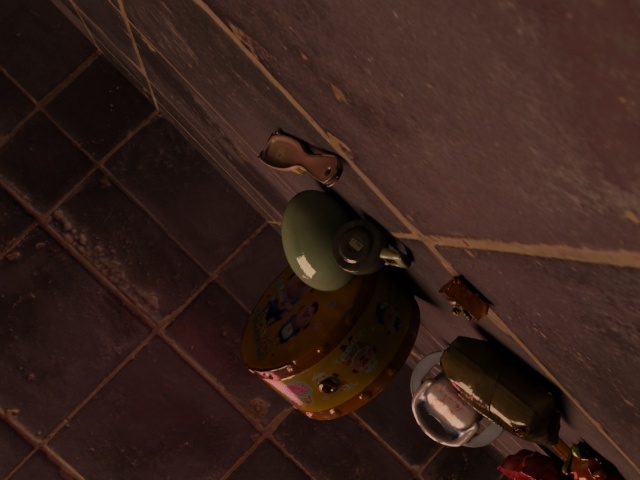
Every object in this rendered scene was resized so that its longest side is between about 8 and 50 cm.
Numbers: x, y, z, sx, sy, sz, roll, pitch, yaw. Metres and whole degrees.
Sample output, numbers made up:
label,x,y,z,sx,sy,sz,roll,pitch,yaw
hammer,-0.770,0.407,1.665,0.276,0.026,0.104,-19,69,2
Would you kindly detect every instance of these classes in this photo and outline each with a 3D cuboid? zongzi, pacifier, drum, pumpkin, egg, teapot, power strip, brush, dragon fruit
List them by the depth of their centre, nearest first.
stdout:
label,x,y,z,sx,sy,sz,roll,pitch,yaw
pumpkin,0.244,0.106,1.124,0.083,0.054,0.074,39,178,7
brush,-0.026,-0.149,1.239,0.067,0.072,0.313,22,-177,-32
teapot,0.109,0.016,1.330,0.108,0.149,0.111,26,-128,-59
zongzi,0.377,0.317,1.351,0.251,0.125,0.274,39,178,36
dragon fruit,0.593,0.524,1.407,0.142,0.175,0.138,13,177,11
egg,0.000,0.000,1.438,0.168,0.168,0.230,-169,58,-79
drum,0.021,0.211,1.601,0.214,0.431,0.431,45,174,-24
power strip,0.592,0.512,1.627,0.178,0.028,0.049,45,173,-6
pacifier,0.392,0.444,1.835,0.287,0.238,0.226,40,-159,23
dragon fruit,0.678,0.699,1.920,0.274,0.126,0.161,34,162,12
